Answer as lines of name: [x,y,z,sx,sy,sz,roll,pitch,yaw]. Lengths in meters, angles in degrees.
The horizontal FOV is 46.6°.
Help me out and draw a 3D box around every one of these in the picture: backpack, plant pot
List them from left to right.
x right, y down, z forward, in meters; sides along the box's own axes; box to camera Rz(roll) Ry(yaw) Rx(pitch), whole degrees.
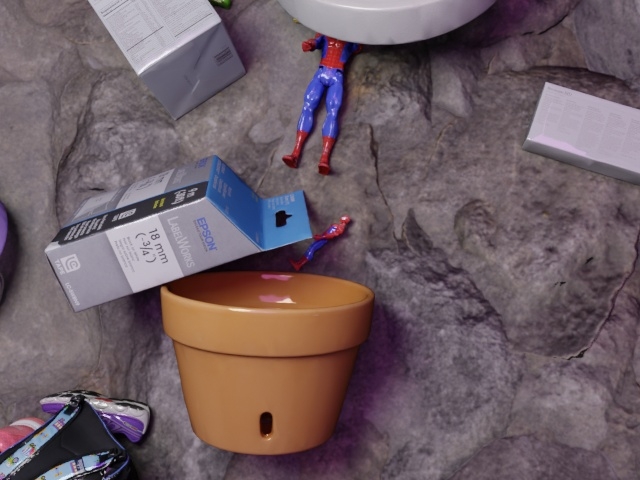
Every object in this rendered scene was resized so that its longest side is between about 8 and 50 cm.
backpack: [-0.353,0.324,1.007,0.173,0.116,0.158,-33,48,-26]
plant pot: [-0.075,0.162,1.027,0.291,0.291,0.203,4,97,6]

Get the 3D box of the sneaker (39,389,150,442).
sneaker: [-0.346,0.270,1.126,0.170,0.068,0.071,11,87,7]

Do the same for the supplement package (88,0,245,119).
supplement package: [-0.245,-0.336,1.159,0.149,0.194,0.203,-34,79,-2]

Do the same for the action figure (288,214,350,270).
action figure: [0.000,0.000,1.154,0.115,0.038,0.030,-38,95,-1]

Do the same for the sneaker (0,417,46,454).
sneaker: [-0.448,0.420,1.071,0.116,0.136,0.313,-10,79,5]

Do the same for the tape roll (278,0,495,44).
tape roll: [0.104,-0.459,1.120,0.392,0.072,0.391,-4,60,6]

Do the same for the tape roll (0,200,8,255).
tape roll: [-0.621,0.008,1.130,0.275,0.090,0.274,-11,54,15]

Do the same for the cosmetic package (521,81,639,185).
cosmetic package: [0.439,-0.154,1.128,0.239,0.060,0.098,19,84,8]

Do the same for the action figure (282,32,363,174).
action figure: [0.010,-0.258,1.155,0.092,0.139,0.280,13,79,6]

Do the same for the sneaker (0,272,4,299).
sneaker: [-0.631,0.138,1.150,0.152,0.114,0.305,44,86,10]

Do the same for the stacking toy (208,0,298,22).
stacking toy: [-0.081,-0.461,1.239,0.221,0.052,0.166,15,81,9]

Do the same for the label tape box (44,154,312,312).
label tape box: [-0.192,-0.035,1.070,0.334,0.240,0.105,-18,110,2]
